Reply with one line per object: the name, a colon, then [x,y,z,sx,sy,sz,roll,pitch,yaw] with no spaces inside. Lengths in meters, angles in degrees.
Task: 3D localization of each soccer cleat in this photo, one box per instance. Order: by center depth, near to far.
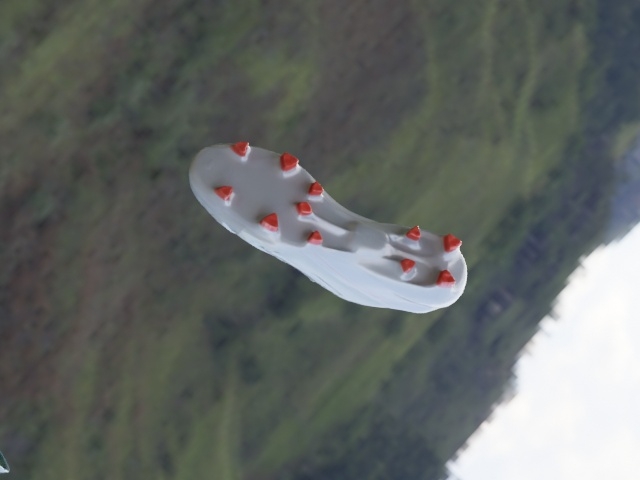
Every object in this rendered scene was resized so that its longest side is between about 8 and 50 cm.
soccer cleat: [0.000,0.000,1.168,0.076,0.196,0.068,-49,-160,58]

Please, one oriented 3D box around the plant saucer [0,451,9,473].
plant saucer: [-0.190,0.067,0.840,0.021,0.119,0.119,-39,-167,-8]
